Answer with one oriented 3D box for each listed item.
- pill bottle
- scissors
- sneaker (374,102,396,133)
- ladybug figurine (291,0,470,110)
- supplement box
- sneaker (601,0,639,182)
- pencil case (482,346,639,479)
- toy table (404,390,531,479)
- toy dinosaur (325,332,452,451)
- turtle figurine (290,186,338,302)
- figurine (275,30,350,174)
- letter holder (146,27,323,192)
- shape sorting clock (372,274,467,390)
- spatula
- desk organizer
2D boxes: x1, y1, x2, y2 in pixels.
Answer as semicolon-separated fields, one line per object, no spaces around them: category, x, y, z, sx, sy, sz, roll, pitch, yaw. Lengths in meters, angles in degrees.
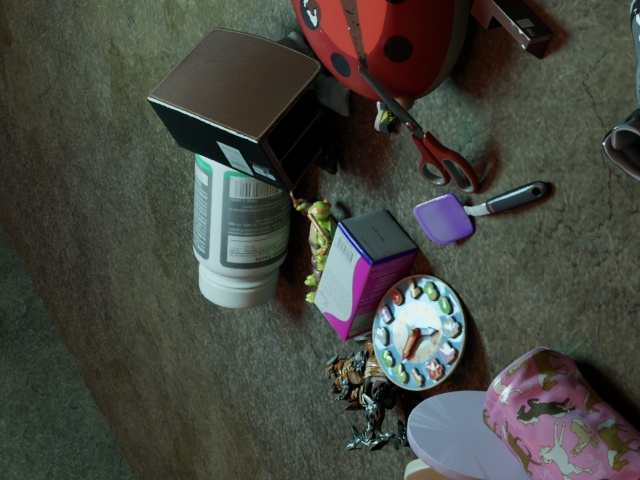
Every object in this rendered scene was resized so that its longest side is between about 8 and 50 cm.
pill bottle;-0.162;-0.052;2.405;0.204;0.204;0.361;42;136;42
scissors;0.162;-0.173;1.832;0.109;0.021;0.297;12;150;40
sneaker;0.120;-0.225;2.042;0.035;0.031;0.083;33;136;30
ladybug figurine;0.072;-0.418;1.810;0.305;0.162;0.449;-14;96;31
supplement box;0.080;0.066;2.156;0.111;0.114;0.220;52;142;31
sneaker;0.419;-0.180;1.448;0.101;0.153;0.269;-23;84;59
pencil case;0.402;0.324;1.702;0.386;0.167;0.160;46;145;38
toy table;0.272;0.365;1.886;0.274;0.252;0.161;18;137;17
toy dinosaur;0.115;0.281;2.180;0.322;0.164;0.218;158;111;-72
turtle figurine;0.000;0.000;2.284;0.269;0.087;0.217;-118;23;-56
figurine;-0.022;-0.258;2.211;0.209;0.092;0.215;40;136;32
letter holder;-0.131;-0.256;2.176;0.302;0.214;0.152;24;158;36
shape sorting clock;0.172;0.163;2.062;0.206;0.040;0.206;-4;83;39
spatula;0.262;-0.052;1.875;0.296;0.030;0.084;-17;107;57
desk organizer;0.280;-0.321;1.714;0.130;0.047;0.050;55;147;29
